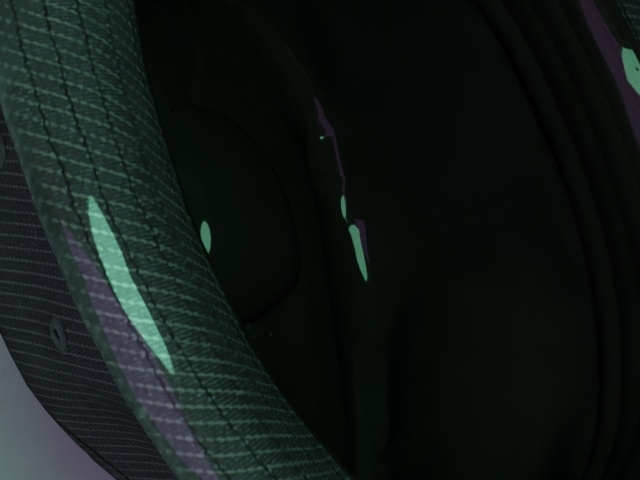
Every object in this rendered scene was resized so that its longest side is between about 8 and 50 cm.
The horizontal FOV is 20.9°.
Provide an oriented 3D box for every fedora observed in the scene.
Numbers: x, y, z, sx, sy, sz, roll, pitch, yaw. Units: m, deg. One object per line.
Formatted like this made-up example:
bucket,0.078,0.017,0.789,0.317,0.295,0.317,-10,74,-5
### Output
fedora,0.000,0.000,0.453,0.124,0.243,0.275,-30,85,42
